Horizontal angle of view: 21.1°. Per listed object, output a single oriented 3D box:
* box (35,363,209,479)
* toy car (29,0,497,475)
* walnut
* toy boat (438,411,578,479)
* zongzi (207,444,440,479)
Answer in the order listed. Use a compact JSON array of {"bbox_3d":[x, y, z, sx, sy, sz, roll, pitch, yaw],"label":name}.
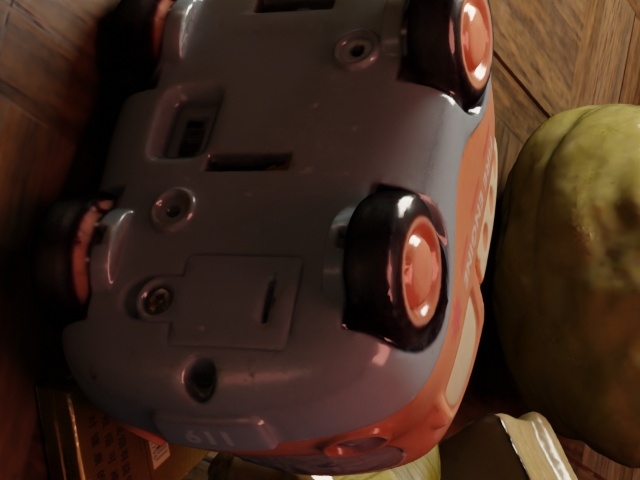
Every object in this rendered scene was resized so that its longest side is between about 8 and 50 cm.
[{"bbox_3d":[-0.091,0.087,0.868,0.133,0.023,0.090,-39,130,-53],"label":"box"},{"bbox_3d":[0.000,0.000,0.840,0.212,0.181,0.270,58,39,-51],"label":"toy car"},{"bbox_3d":[0.261,0.033,1.282,0.253,0.282,0.276,-174,-98,-79],"label":"walnut"},{"bbox_3d":[0.125,0.211,1.140,0.061,0.116,0.188,25,36,-47],"label":"toy boat"},{"bbox_3d":[0.018,0.210,1.020,0.256,0.115,0.228,-21,113,-69],"label":"zongzi"}]
